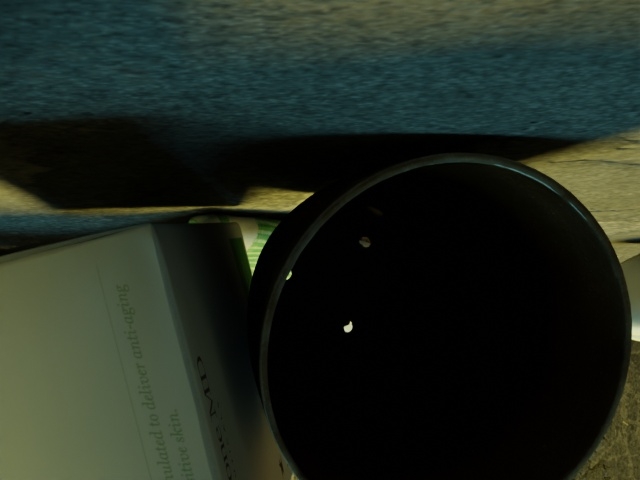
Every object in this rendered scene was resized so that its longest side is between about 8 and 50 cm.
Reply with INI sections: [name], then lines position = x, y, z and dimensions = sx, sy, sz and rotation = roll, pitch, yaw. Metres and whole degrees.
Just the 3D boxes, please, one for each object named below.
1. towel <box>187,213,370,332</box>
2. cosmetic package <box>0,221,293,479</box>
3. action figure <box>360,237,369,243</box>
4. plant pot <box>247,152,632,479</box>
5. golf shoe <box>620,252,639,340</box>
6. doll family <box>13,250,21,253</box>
[towel]
position = -0.023, 0.081, 1.048
dimensions = 0.325, 0.038, 0.248
rotation = 16, 134, -33
[cosmetic package]
position = -0.117, 0.096, 0.710
dimensions = 0.155, 0.196, 0.365
rotation = -14, -178, 1
[action figure]
position = 0.000, 0.000, 1.026
dimensions = 0.115, 0.030, 0.038
rotation = -9, 168, 37
[plant pot]
position = 0.041, 0.044, 0.734
dimensions = 0.216, 0.215, 0.230
rotation = 0, -172, -16
[golf shoe]
position = 0.446, 0.039, 1.259
dimensions = 0.306, 0.115, 0.140
rotation = -8, 164, 2
[doll family]
position = -0.371, 0.063, 1.192
dimensions = 0.263, 0.118, 0.163
rotation = -3, 159, -37
